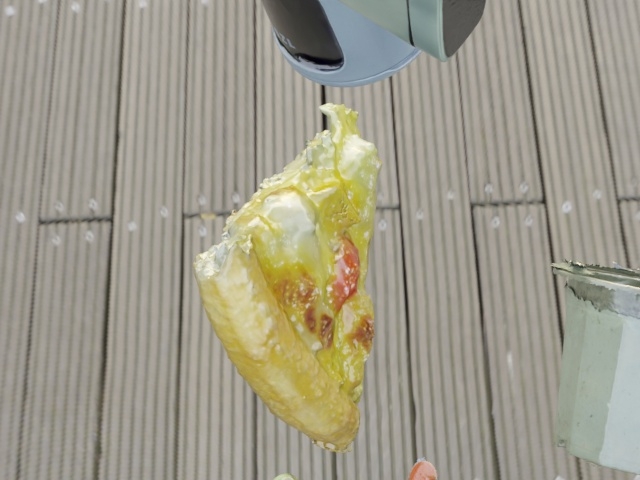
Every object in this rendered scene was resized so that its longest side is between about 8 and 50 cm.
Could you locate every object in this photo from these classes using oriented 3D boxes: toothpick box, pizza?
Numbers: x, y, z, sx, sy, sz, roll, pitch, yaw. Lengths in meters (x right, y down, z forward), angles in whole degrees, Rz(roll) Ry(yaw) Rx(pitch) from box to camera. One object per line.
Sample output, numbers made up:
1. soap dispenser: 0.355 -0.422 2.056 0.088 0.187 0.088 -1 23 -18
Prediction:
1. toothpick box: 0.013 -0.387 1.358 0.263 0.354 0.262 -8 62 16
2. pizza: 0.000 0.000 0.873 0.075 0.280 0.287 -1 61 26

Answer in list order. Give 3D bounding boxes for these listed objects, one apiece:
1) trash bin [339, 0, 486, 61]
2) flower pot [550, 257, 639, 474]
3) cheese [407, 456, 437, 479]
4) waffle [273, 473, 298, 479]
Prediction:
1. trash bin: 0.040 -0.187 0.701 0.130 0.116 0.059 34 75 18
2. flower pot: 0.433 0.169 1.457 0.291 0.290 0.259 9 94 7
3. cheese: 0.198 0.386 1.460 0.256 0.037 0.106 32 100 47
4. waffle: 0.006 0.218 0.558 0.036 0.169 0.183 -19 28 -1
